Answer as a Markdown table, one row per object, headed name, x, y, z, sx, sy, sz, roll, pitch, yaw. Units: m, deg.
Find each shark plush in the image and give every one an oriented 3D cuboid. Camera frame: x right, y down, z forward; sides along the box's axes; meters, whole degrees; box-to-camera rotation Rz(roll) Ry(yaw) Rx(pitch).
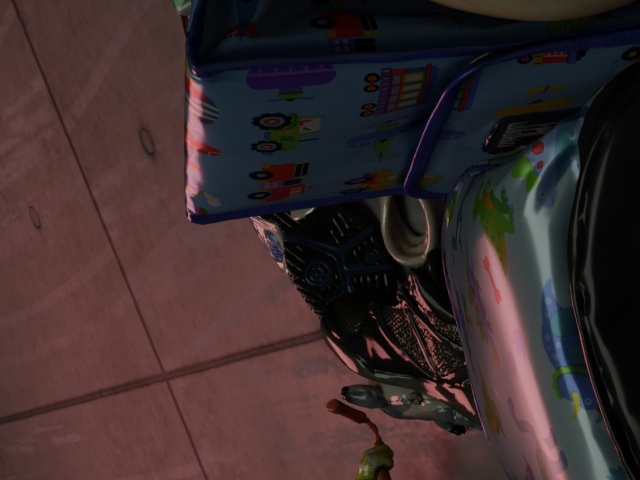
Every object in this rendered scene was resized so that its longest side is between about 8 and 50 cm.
| name | x | y | z | sx | sy | sz | roll | pitch | yaw |
| --- | --- | --- | --- | --- | --- | --- | --- | --- | --- |
| shark plush | 0.094 | 0.122 | 1.535 | 0.161 | 0.073 | 0.067 | 4 | 135 | 42 |

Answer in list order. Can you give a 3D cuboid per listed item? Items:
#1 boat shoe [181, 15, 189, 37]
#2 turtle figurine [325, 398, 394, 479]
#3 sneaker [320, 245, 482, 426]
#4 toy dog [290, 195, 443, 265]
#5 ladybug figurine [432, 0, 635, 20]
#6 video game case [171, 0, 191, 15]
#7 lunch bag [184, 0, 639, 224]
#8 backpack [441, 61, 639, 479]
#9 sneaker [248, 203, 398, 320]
| name | x | y | z | sx | sy | sz | roll | pitch | yaw |
| --- | --- | --- | --- | --- | --- | --- | --- | --- | --- |
| boat shoe | -0.063 | -0.241 | 1.461 | 0.285 | 0.089 | 0.104 | 96 | 163 | -48 |
| turtle figurine | 0.066 | 0.256 | 1.585 | 0.217 | 0.087 | 0.269 | 43 | 160 | 36 |
| sneaker | 0.079 | 0.046 | 1.425 | 0.227 | 0.087 | 0.130 | 21 | 126 | 53 |
| toy dog | 0.009 | -0.097 | 1.355 | 0.220 | 0.161 | 0.333 | 63 | 156 | 11 |
| ladybug figurine | 0.075 | -0.313 | 0.953 | 0.305 | 0.162 | 0.449 | -25 | 80 | 22 |
| video game case | -0.048 | -0.283 | 1.316 | 0.212 | 0.023 | 0.193 | -29 | 82 | 22 |
| lunch bag | 0.073 | -0.102 | 1.104 | 0.221 | 0.293 | 0.138 | 100 | 172 | -69 |
| backpack | 0.183 | 0.038 | 0.985 | 0.355 | 0.273 | 0.290 | -45 | -65 | -75 |
| sneaker | 0.000 | 0.000 | 1.586 | 0.211 | 0.080 | 0.081 | 57 | 180 | 19 |
